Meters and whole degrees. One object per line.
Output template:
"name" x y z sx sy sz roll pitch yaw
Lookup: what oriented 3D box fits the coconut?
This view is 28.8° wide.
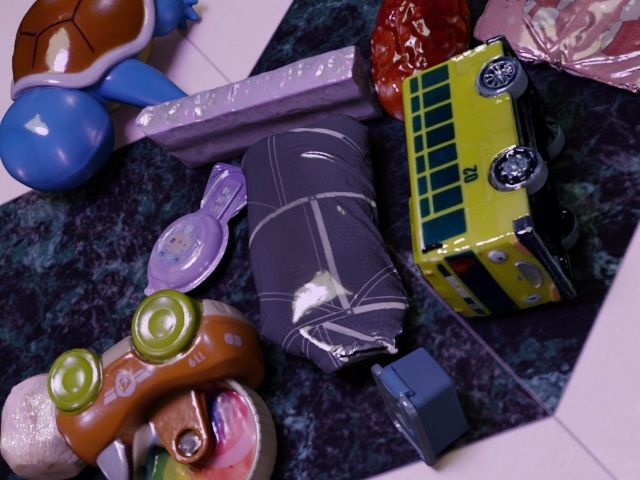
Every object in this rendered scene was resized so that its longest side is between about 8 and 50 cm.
"coconut" -0.293 0.197 1.361 0.110 0.110 0.124 -16 57 24

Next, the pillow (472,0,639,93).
"pillow" 0.289 -0.231 1.325 0.248 0.049 0.135 25 75 39

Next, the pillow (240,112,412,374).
"pillow" 0.000 0.000 1.317 0.161 0.092 0.335 -21 49 15

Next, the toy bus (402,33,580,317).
"toy bus" 0.162 -0.057 1.225 0.150 0.128 0.262 -20 48 22

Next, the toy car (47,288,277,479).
"toy car" -0.145 0.187 1.261 0.235 0.145 0.235 -8 70 22

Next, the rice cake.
"rice cake" -0.068 -0.150 1.466 0.298 0.106 0.050 -13 63 26

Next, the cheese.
"cheese" -0.140 -0.008 1.453 0.105 0.042 0.191 18 67 39

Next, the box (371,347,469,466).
"box" 0.095 0.149 1.142 0.054 0.099 0.074 -30 44 -9

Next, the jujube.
"jujube" 0.110 -0.210 1.387 0.109 0.112 0.176 12 62 -6

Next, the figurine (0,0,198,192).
"figurine" -0.300 -0.256 1.654 0.298 0.243 0.416 -1 78 23
